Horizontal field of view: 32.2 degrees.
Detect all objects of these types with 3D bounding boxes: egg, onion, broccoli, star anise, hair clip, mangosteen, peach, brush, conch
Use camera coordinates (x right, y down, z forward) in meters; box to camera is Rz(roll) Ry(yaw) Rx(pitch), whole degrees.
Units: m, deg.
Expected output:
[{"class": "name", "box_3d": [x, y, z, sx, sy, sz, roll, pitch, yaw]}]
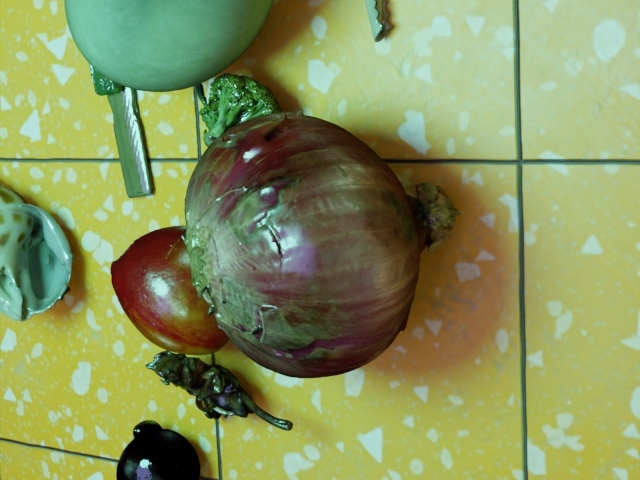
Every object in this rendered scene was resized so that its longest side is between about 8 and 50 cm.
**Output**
[{"class": "egg", "box_3d": [-0.199, -0.329, 1.455, 0.352, 0.258, 0.258, -27, 85, 49]}, {"class": "onion", "box_3d": [-0.027, 0.001, 1.389, 0.354, 0.354, 0.353, 6, 102, 31]}, {"class": "broccoli", "box_3d": [-0.111, -0.166, 1.523, 0.130, 0.120, 0.131, 7, 134, 39]}, {"class": "star anise", "box_3d": [-0.145, 0.226, 1.623, 0.234, 0.177, 0.073, 32, 75, 6]}, {"class": "hair clip", "box_3d": [0.079, -0.370, 1.417, 0.072, 0.034, 0.226, 24, 112, 30]}, {"class": "mangosteen", "box_3d": [-0.254, 0.344, 1.714, 0.137, 0.137, 0.151, -59, 35, 26]}, {"class": "peach", "box_3d": [-0.204, 0.066, 1.584, 0.197, 0.197, 0.197, 6, 102, 31]}, {"class": "brush", "box_3d": [-0.307, -0.204, 1.683, 0.054, 0.048, 0.282, -7, 97, 35]}, {"class": "conch", "box_3d": [-0.511, 0.004, 1.785, 0.149, 0.183, 0.274, -31, 74, 64]}]
